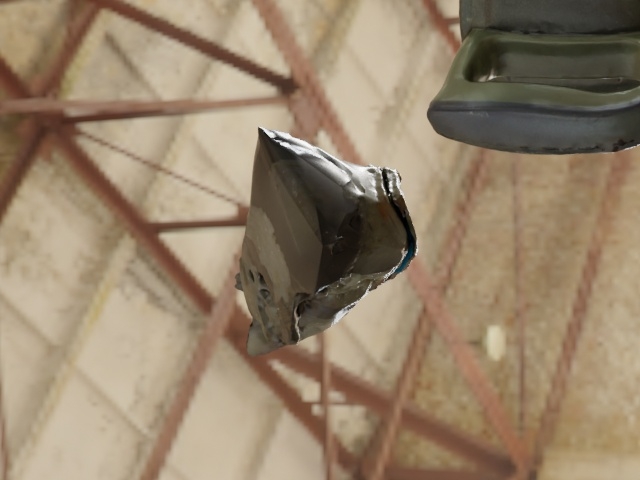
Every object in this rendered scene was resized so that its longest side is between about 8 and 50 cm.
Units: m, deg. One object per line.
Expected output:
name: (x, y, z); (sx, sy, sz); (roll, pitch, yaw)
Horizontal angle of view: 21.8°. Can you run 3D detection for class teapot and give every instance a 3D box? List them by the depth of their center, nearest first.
teapot: (0.113, -0.101, 0.670); (0.149, 0.108, 0.111); (-29, -54, -57)

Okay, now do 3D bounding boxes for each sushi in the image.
sushi: (0.005, 0.020, 1.398); (0.273, 0.109, 0.134); (104, 148, -54)
